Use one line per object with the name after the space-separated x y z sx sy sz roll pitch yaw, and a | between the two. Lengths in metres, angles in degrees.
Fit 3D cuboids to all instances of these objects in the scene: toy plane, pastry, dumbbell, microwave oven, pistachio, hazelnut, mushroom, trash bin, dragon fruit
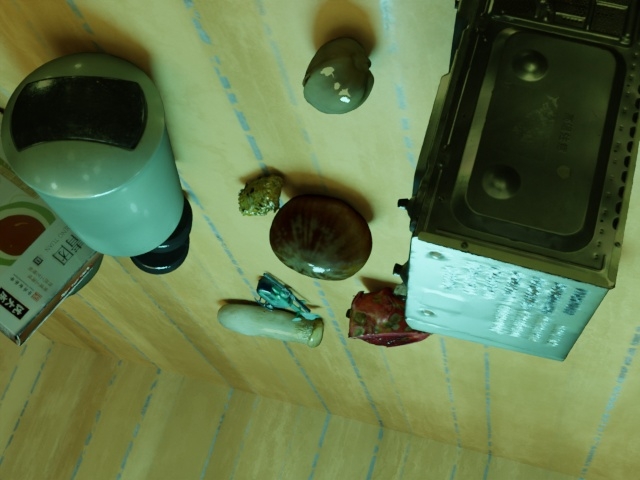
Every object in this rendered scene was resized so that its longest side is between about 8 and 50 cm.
-0.100 0.158 2.433 0.096 0.060 0.235 -19 135 36 | toy plane
-0.122 -0.091 1.842 0.056 0.080 0.140 0 178 -34 | pastry
-0.378 -0.023 2.092 0.152 0.153 0.218 20 158 -3 | dumbbell
0.246 -0.093 1.127 0.247 0.395 0.333 13 157 11 | microwave oven
0.024 -0.240 1.335 0.113 0.113 0.149 24 156 -13 | pistachio
-0.001 0.003 1.821 0.212 0.181 0.181 16 156 4 | hazelnut
-0.150 0.245 2.624 0.351 0.095 0.122 11 174 22 | mushroom
-0.406 -0.150 1.669 0.280 0.281 0.432 16 161 6 | trash bin
0.197 0.184 2.191 0.211 0.134 0.262 -4 167 20 | dragon fruit

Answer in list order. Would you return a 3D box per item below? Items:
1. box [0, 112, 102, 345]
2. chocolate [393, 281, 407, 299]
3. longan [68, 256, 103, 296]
-0.669 -0.034 1.899 0.385 0.344 0.122 40 156 -2 | box
0.320 0.114 1.986 0.329 0.065 0.102 2 -175 34 | chocolate
-0.709 0.019 2.307 0.350 0.289 0.288 -18 140 39 | longan
